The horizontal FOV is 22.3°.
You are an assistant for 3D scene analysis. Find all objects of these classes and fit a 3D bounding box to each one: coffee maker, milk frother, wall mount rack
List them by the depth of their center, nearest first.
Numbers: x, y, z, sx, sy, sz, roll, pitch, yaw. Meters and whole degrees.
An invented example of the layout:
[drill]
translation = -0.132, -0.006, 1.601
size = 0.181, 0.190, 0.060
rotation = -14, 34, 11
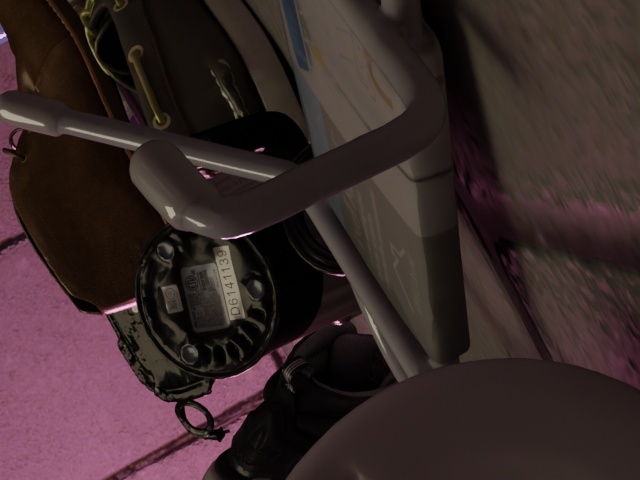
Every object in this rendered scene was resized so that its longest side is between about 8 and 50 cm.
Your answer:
[wall mount rack]
translation = -0.051, -0.055, 0.632
size = 0.304, 0.130, 0.350
rotation = 56, 166, 37
[milk frother]
translation = 0.000, 0.000, 0.840
size = 0.135, 0.143, 0.129
rotation = -22, -62, -60
[coffee maker]
translation = -0.103, 0.066, 1.538
size = 0.120, 0.178, 0.171
rotation = 10, 122, 29

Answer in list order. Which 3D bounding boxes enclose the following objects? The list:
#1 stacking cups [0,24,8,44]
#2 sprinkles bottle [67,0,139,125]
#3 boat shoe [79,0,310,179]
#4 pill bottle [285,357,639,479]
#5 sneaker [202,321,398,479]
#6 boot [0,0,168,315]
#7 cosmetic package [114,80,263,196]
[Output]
[stacking cups]
translation = -0.329, -0.219, 1.543
size = 0.096, 0.316, 0.096
rotation = 60, 173, 13
[sprinkles bottle]
translation = -0.130, -0.090, 1.395
size = 0.355, 0.121, 0.121
rotation = 60, 175, 5
[boat shoe]
translation = -0.105, -0.139, 1.045
size = 0.305, 0.091, 0.109
rotation = 55, 172, 48
[pill bottle]
translation = 0.075, 0.166, 0.583
size = 0.161, 0.161, 0.283
rotation = 58, 174, 27
[sneaker]
translation = 0.038, 0.145, 1.203
size = 0.101, 0.153, 0.268
rotation = 36, -164, 35
[boot]
translation = -0.194, -0.084, 1.186
size = 0.305, 0.115, 0.112
rotation = 59, 174, 20
[cosmetic package]
translation = -0.072, -0.059, 1.222
size = 0.231, 0.085, 0.117
rotation = 59, 174, -5
